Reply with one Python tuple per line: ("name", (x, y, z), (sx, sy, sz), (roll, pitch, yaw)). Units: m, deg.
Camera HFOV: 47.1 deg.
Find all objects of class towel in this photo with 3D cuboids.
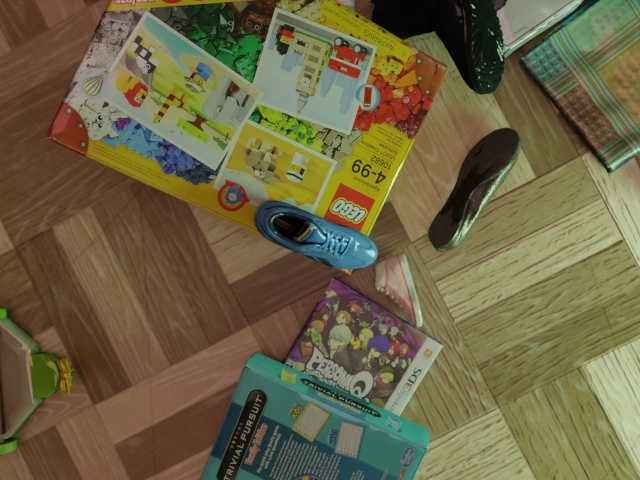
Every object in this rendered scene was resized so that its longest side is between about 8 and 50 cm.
("towel", (0.573, -0.333, 1.278), (0.370, 0.040, 0.271), (-38, 87, 4))

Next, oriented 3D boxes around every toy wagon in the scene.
("toy wagon", (-0.615, 0.259, 1.355), (0.344, 0.068, 0.267), (-5, 90, 4))

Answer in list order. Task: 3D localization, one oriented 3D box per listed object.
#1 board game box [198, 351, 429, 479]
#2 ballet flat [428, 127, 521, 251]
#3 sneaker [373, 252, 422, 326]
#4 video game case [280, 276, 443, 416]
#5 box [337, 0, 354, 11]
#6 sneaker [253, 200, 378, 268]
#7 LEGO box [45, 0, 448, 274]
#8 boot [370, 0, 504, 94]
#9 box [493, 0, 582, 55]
("board game box", (-0.015, 0.381, 1.280), (0.336, 0.079, 0.254), (24, 103, 6))
("ballet flat", (0.275, -0.086, 1.297), (0.084, 0.058, 0.250), (29, 86, 39))
("sneaker", (0.135, 0.095, 1.307), (0.070, 0.051, 0.134), (-17, 86, 6))
("video game case", (0.067, 0.214, 1.315), (0.232, 0.042, 0.210), (32, 93, 4))
("box", (0.016, -0.441, 1.288), (0.087, 0.102, 0.101), (-2, 89, 2))
("sneaker", (0.000, 0.000, 1.099), (0.209, 0.082, 0.069), (21, 93, -20))
("LEGO box", (-0.113, -0.223, 1.166), (0.500, 0.193, 0.373), (24, 93, -19))
("boot", (0.193, -0.362, 1.250), (0.094, 0.207, 0.247), (-28, 110, -39))
("box", (0.299, -0.477, 1.274), (0.169, 0.087, 0.290), (-35, 87, 3))
